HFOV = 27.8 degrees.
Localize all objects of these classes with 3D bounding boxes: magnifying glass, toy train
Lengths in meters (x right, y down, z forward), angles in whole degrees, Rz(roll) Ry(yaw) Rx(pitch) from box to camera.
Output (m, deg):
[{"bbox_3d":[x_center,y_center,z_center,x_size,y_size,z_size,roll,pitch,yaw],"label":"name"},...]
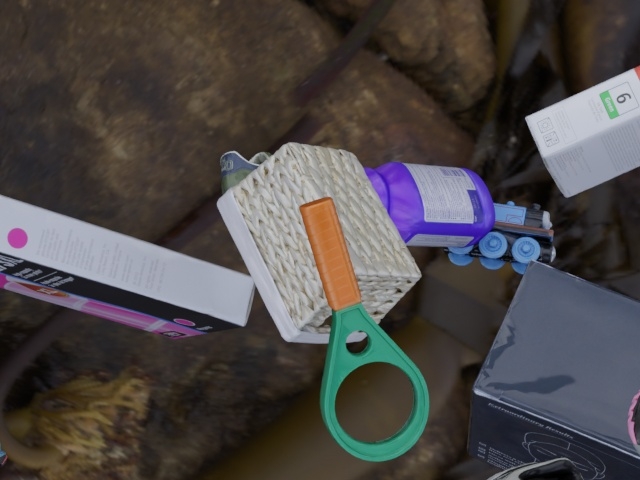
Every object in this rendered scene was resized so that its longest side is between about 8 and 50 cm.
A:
[{"bbox_3d":[0.028,0.077,1.089,0.092,0.026,0.231,-18,103,-10],"label":"magnifying glass"},{"bbox_3d":[0.264,-0.013,1.949,0.184,0.080,0.105,8,72,10],"label":"toy train"}]

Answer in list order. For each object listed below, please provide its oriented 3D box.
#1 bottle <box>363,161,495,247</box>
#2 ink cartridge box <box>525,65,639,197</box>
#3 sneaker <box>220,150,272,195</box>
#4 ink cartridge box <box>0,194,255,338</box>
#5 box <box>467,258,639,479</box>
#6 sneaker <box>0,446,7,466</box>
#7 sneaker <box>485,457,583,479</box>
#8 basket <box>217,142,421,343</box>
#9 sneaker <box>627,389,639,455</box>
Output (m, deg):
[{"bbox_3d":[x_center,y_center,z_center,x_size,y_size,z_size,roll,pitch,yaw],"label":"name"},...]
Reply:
[{"bbox_3d":[0.116,-0.051,1.815,0.283,0.092,0.118,1,57,-38],"label":"bottle"},{"bbox_3d":[0.173,-0.067,0.691,0.115,0.063,0.029,-25,64,13],"label":"ink cartridge box"},{"bbox_3d":[-0.054,-0.069,1.578,0.192,0.064,0.086,1,69,-55],"label":"sneaker"},{"bbox_3d":[-0.269,0.021,1.343,0.371,0.176,0.069,22,72,-27],"label":"ink cartridge box"},{"bbox_3d":[0.387,0.233,1.873,0.294,0.395,0.212,22,72,13],"label":"box"},{"bbox_3d":[-0.495,0.256,1.453,0.262,0.104,0.125,-22,79,-22],"label":"sneaker"},{"bbox_3d":[0.058,0.097,0.443,0.083,0.037,0.032,-30,83,-39],"label":"sneaker"},{"bbox_3d":[0.000,0.000,1.200,0.113,0.103,0.167,4,49,-48],"label":"basket"},{"bbox_3d":[0.199,0.071,0.635,0.119,0.057,0.047,-31,77,-35],"label":"sneaker"}]
